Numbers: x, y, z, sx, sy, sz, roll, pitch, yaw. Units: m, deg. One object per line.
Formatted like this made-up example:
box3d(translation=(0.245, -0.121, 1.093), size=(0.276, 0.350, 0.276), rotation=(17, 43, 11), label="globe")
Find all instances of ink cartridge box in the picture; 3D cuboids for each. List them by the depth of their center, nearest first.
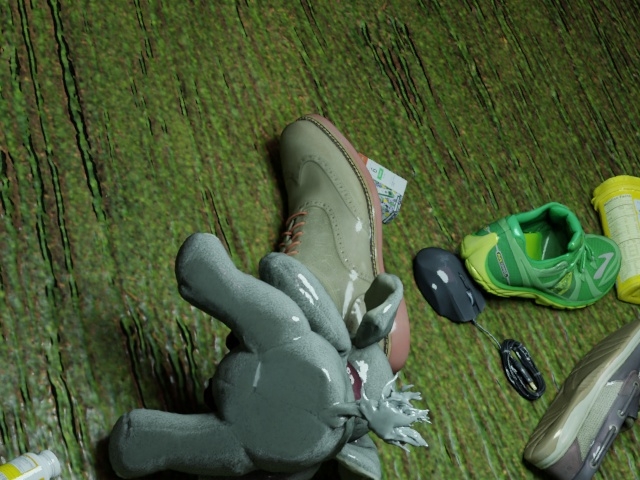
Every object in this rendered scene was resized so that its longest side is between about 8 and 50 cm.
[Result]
box3d(translation=(0.052, -0.076, 2.160), size=(0.115, 0.029, 0.063), rotation=(31, 48, -15), label="ink cartridge box")

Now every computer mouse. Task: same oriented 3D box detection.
box3d(translation=(0.209, 0.102, 2.141), size=(0.242, 0.041, 0.071), rotation=(48, 45, 1), label="computer mouse")

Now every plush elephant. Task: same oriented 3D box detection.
box3d(translation=(-0.021, 0.153, 1.822), size=(0.330, 0.255, 0.272), rotation=(14, 91, 12), label="plush elephant")

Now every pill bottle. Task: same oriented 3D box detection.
box3d(translation=(-0.303, 0.241, 1.684), size=(0.083, 0.043, 0.043), rotation=(-25, 77, -43), label="pill bottle")

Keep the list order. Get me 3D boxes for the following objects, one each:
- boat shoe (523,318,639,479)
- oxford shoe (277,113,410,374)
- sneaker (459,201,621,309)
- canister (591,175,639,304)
box3d(translation=(0.360, 0.209, 2.138), size=(0.092, 0.103, 0.285), rotation=(48, 49, -5), label="boat shoe")
box3d(translation=(0.000, 0.000, 2.011), size=(0.130, 0.123, 0.348), rotation=(-4, 62, -31), label="oxford shoe")
box3d(translation=(0.314, 0.020, 2.203), size=(0.295, 0.123, 0.109), rotation=(3, 57, -46), label="sneaker")
box3d(translation=(0.457, 0.004, 2.362), size=(0.126, 0.073, 0.170), rotation=(11, 56, -29), label="canister")
